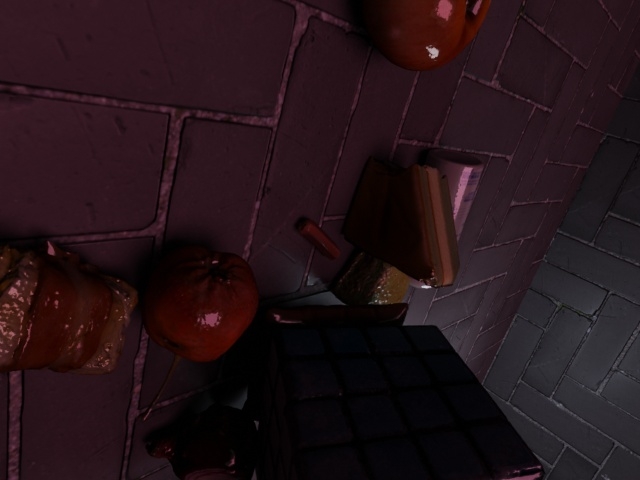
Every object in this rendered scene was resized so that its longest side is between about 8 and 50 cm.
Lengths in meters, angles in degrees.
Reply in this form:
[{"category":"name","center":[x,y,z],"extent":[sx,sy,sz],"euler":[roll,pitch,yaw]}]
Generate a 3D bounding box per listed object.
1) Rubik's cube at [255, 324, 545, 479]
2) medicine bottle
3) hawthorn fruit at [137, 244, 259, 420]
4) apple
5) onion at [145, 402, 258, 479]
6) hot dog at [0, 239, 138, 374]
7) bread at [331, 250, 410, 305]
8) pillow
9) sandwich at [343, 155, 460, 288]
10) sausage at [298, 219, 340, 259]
[{"category":"Rubik's cube","center":[0.083,0.373,0.745],"extent":[0.344,0.337,0.344],"euler":[1,117,-18]},{"category":"medicine bottle","center":[0.277,-0.039,1.068],"extent":[0.130,0.130,0.341],"euler":[-17,127,-42]},{"category":"hawthorn fruit","center":[-0.191,0.144,0.647],"extent":[0.165,0.165,0.286],"euler":[-4,124,-48]},{"category":"apple","center":[0.160,-0.364,0.668],"extent":[0.209,0.164,0.210],"euler":[-31,135,-36]},{"category":"onion","center":[-0.211,0.368,0.815],"extent":[0.198,0.135,0.173],"euler":[26,121,-17]},{"category":"hot dog","center":[-0.309,0.083,0.506],"extent":[0.213,0.103,0.146],"euler":[51,53,-62]},{"category":"bread","center":[0.124,0.110,1.023],"extent":[0.138,0.102,0.196],"euler":[-56,147,2]},{"category":"pillow","center":[0.003,0.248,0.911],"extent":[0.307,0.108,0.306],"euler":[2,120,-22]},{"category":"sandwich","center":[0.191,-0.048,0.878],"extent":[0.155,0.227,0.199],"euler":[1,115,-50]},{"category":"sausage","center":[0.001,0.000,0.854],"extent":[0.030,0.035,0.147],"euler":[-28,147,12]}]
